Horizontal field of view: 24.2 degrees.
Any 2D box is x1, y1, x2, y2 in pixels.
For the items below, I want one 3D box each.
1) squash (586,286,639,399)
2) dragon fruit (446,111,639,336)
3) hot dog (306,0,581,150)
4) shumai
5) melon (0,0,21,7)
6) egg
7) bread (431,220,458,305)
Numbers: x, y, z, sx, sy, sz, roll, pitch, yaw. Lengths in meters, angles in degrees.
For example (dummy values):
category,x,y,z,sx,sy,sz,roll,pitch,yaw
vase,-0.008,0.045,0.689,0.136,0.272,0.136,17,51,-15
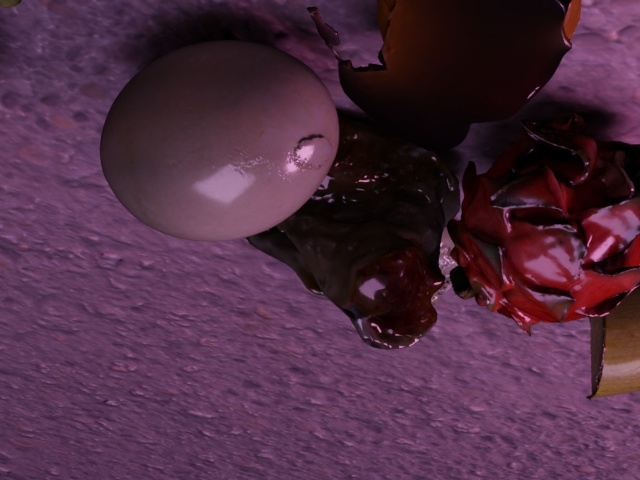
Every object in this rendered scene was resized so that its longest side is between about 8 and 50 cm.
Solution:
category,x,y,z,sx,sy,sz,roll,pitch,yaw
squash,0.420,0.100,1.669,0.288,0.137,0.137,-11,147,30
dragon fruit,0.238,-0.020,1.427,0.274,0.192,0.193,-32,169,26
hot dog,0.110,-0.196,1.221,0.194,0.107,0.326,30,158,-17
shumai,0.000,0.000,1.523,0.272,0.203,0.222,-7,140,37
melon,-0.297,-0.280,1.249,0.118,0.064,0.209,-10,145,44
egg,-0.098,-0.092,1.400,0.253,0.186,0.186,-7,149,36
bread,0.078,0.034,1.725,0.232,0.064,0.172,-5,148,31
